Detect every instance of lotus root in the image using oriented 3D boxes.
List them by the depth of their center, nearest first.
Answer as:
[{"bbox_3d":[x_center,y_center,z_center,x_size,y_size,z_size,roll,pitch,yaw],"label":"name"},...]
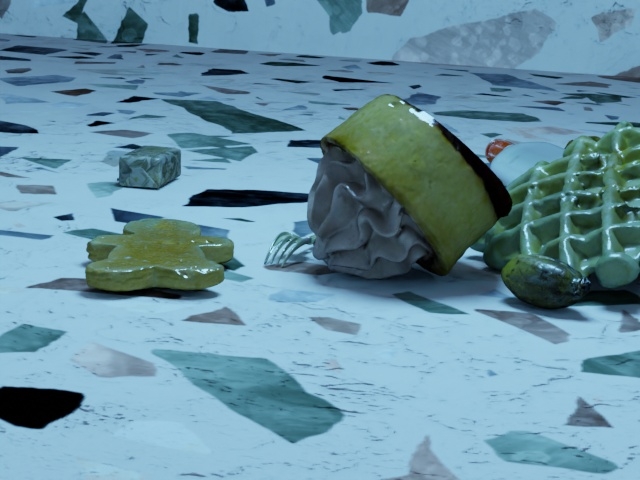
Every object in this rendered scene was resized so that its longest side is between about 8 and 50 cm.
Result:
[{"bbox_3d":[0.223,0.042,1.392,0.099,0.049,0.054,15,9,43],"label":"lotus root"}]

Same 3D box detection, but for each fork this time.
[{"bbox_3d":[0.000,-0.006,1.594,0.034,0.028,0.219,5,13,26],"label":"fork"}]

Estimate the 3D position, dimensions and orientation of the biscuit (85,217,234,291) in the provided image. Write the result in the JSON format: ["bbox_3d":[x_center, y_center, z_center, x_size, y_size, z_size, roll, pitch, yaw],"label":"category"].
[{"bbox_3d":[-0.165,0.015,1.464,0.153,0.030,0.234,2,13,-8],"label":"biscuit"}]

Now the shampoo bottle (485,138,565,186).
[{"bbox_3d":[0.297,-0.106,2.009,0.108,0.051,0.221,-21,20,-13],"label":"shampoo bottle"}]

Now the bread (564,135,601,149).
[{"bbox_3d":[0.475,-0.084,1.934,0.367,0.084,0.077,20,-20,48],"label":"bread"}]

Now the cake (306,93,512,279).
[{"bbox_3d":[0.074,-0.031,1.471,0.208,0.178,0.185,39,-7,-9],"label":"cake"}]

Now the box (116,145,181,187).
[{"bbox_3d":[-0.229,-0.100,1.901,0.062,0.045,0.098,6,12,13],"label":"box"}]

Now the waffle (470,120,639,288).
[{"bbox_3d":[0.314,-0.046,1.532,0.292,0.056,0.309,-31,25,-16],"label":"waffle"}]
